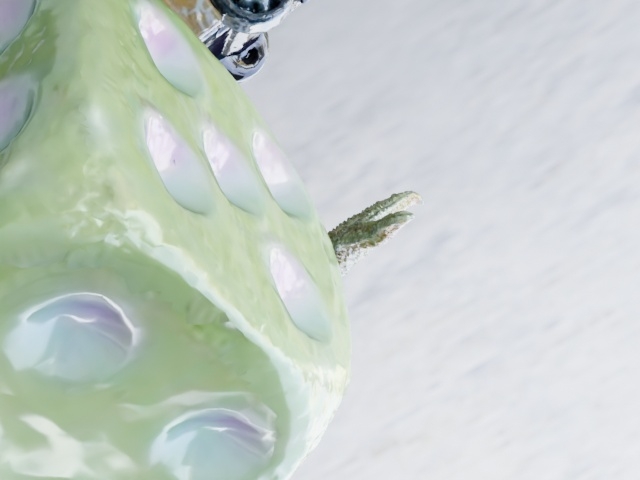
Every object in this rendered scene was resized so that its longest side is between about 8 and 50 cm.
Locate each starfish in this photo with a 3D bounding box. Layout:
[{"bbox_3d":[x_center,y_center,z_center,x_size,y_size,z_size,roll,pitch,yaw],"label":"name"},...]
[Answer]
[{"bbox_3d":[0.000,0.000,1.285,0.176,0.053,0.208,-25,-162,-26],"label":"starfish"}]

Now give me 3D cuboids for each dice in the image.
[{"bbox_3d":[-0.147,0.022,1.062,0.252,0.254,0.250,-31,126,16],"label":"dice"}]

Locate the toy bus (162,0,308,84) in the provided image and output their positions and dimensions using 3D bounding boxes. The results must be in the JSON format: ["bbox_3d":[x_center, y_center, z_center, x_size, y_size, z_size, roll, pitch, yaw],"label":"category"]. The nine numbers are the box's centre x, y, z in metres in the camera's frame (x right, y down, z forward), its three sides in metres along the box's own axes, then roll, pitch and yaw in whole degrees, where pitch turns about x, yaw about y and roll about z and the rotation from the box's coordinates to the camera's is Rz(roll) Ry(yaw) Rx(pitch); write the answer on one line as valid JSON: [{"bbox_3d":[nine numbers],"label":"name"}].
[{"bbox_3d":[-0.056,-0.240,1.390,0.323,0.194,0.162,-39,177,-16],"label":"toy bus"}]
